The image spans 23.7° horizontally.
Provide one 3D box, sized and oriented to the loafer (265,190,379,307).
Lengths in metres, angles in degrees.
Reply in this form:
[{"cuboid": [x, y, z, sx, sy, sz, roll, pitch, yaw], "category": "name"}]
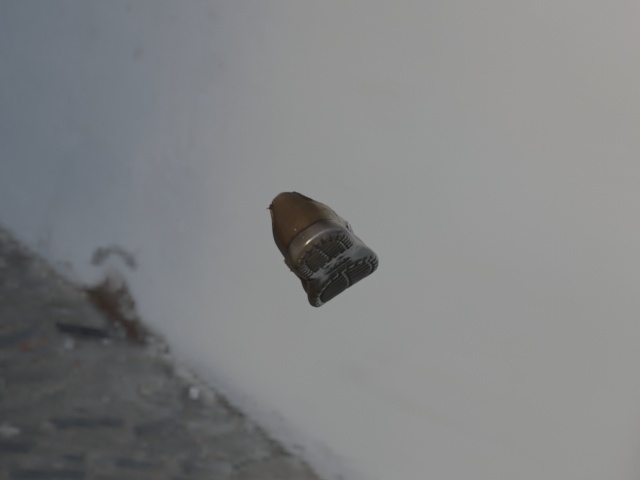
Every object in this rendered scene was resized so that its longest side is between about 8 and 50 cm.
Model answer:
[{"cuboid": [0.000, 0.000, 1.446, 0.078, 0.080, 0.220, 57, -3, 17], "category": "loafer"}]
